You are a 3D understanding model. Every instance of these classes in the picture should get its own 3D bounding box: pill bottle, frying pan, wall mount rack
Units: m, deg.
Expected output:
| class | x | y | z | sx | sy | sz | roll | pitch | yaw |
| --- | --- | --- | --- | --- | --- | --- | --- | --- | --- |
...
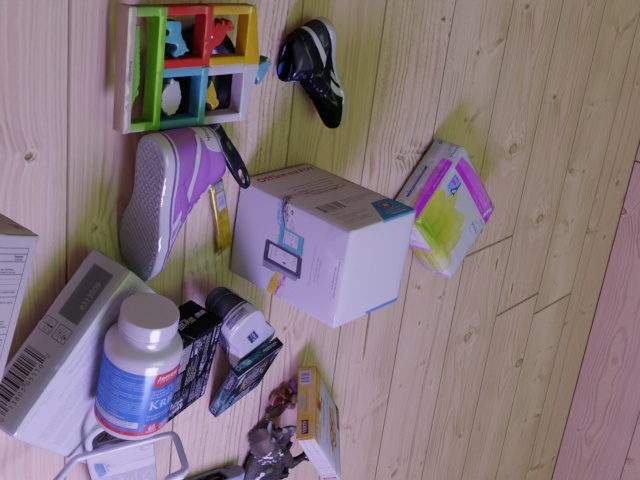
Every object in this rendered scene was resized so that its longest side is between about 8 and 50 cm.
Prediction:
| class | x | y | z | sx | sy | sz | roll | pitch | yaw |
| --- | --- | --- | --- | --- | --- | --- | --- | --- | --- |
| pill bottle | -0.285 | 0.197 | 1.544 | 0.124 | 0.124 | 0.221 | -23 | 139 | -44 |
| frying pan | -0.180 | -0.235 | 1.635 | 0.326 | 0.053 | 0.197 | 34 | 83 | -55 |
| wall mount rack | -0.379 | 0.450 | 1.685 | 0.304 | 0.130 | 0.350 | -13 | 144 | -16 |

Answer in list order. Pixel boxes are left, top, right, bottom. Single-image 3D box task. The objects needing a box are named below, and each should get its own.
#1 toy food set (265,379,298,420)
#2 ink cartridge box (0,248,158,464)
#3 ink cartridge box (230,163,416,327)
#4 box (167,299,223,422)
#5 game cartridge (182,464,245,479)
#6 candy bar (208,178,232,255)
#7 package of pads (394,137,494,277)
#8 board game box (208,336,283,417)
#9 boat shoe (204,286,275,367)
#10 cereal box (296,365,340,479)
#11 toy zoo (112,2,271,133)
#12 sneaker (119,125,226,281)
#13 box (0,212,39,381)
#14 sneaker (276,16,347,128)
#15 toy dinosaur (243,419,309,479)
| class | x | y | z | sx | sy | sz | roll | pitch | yaw |
| --- | --- | --- | --- | --- | --- | --- | --- | --- | --- |
| toy food set | -0.077 | 0.345 | 2.155 | 0.122 | 0.019 | 0.078 | -12 | 120 | -49 |
| ink cartridge box | -0.376 | 0.217 | 1.666 | 0.308 | 0.091 | 0.385 | -57 | 161 | -12 |
| ink cartridge box | 0.000 | 0.000 | 1.826 | 0.198 | 0.270 | 0.197 | -18 | 126 | -46 |
| box | -0.257 | 0.218 | 1.709 | 0.147 | 0.077 | 0.180 | -35 | 148 | -53 |
| game cartridge | -0.283 | 0.586 | 2.008 | 0.297 | 0.062 | 0.198 | -7 | 112 | -51 |
| candy bar | -0.183 | -0.044 | 1.780 | 0.040 | 0.018 | 0.161 | -39 | 137 | -38 |
| package of pads | 0.291 | -0.066 | 2.312 | 0.229 | 0.101 | 0.296 | -57 | 144 | -12 |
| board game box | -0.149 | 0.272 | 1.936 | 0.126 | 0.026 | 0.186 | -34 | 164 | -36 |
| boat shoe | -0.164 | 0.163 | 1.860 | 0.108 | 0.102 | 0.301 | -44 | 163 | -10 |
| cereal box | -0.002 | 0.407 | 2.160 | 0.240 | 0.047 | 0.173 | 66 | 20 | -53 |
| toy zoo | -0.193 | -0.276 | 1.539 | 0.293 | 0.030 | 0.192 | -15 | 120 | -44 |
| sneaker | -0.229 | -0.060 | 1.601 | 0.161 | 0.102 | 0.282 | -22 | 144 | -45 |
| box | -0.506 | 0.075 | 1.337 | 0.149 | 0.127 | 0.232 | 4 | 107 | -53 |
| sneaker | -0.024 | -0.291 | 1.795 | 0.121 | 0.079 | 0.217 | -32 | 126 | -33 |
| toy dinosaur | -0.119 | 0.513 | 2.151 | 0.160 | 0.121 | 0.313 | 7 | 110 | -42 |
